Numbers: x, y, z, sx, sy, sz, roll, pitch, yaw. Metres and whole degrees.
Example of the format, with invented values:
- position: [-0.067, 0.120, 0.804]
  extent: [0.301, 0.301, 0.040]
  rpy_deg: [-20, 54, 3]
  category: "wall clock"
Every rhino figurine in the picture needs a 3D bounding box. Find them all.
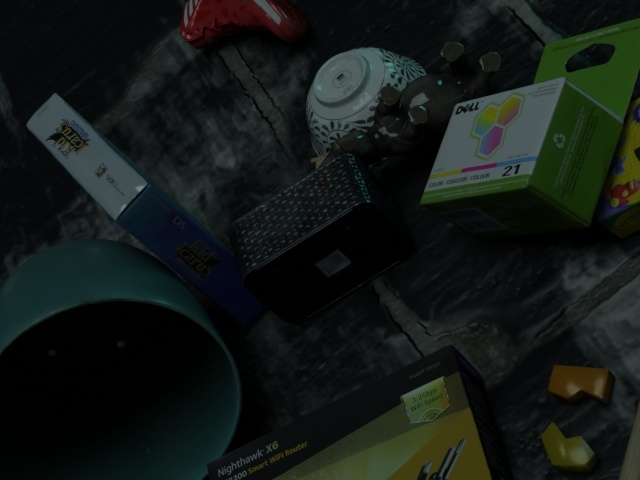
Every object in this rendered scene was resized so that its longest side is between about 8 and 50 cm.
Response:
- position: [0.098, -0.139, 1.694]
  extent: [0.243, 0.106, 0.073]
  rpy_deg: [-34, 75, -8]
  category: "rhino figurine"

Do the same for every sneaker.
- position: [-0.109, -0.293, 1.997]
  extent: [0.128, 0.087, 0.221]
  rpy_deg: [-56, 43, 13]
  category: "sneaker"

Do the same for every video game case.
- position: [-0.200, -0.032, 1.734]
  extent: [0.061, 0.269, 0.244]
  rpy_deg: [-48, 46, -2]
  category: "video game case"

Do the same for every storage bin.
- position: [0.000, 0.000, 1.675]
  extent: [0.180, 0.122, 0.084]
  rpy_deg: [-31, 47, 14]
  category: "storage bin"

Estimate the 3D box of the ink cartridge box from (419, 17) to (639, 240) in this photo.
- position: [0.233, -0.138, 1.576]
  extent: [0.188, 0.097, 0.255]
  rpy_deg: [-8, 57, 58]
  category: "ink cartridge box"

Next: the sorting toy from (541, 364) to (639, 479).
- position: [0.339, 0.193, 1.366]
  extent: [0.307, 0.041, 0.229]
  rpy_deg: [1, 62, 35]
  category: "sorting toy"

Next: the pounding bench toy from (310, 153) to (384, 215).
- position: [0.035, -0.068, 1.745]
  extent: [0.083, 0.052, 0.065]
  rpy_deg: [-16, 53, 25]
  category: "pounding bench toy"

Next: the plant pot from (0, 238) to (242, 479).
- position: [-0.254, 0.133, 1.665]
  extent: [0.293, 0.293, 0.235]
  rpy_deg: [-39, 32, 7]
  category: "plant pot"

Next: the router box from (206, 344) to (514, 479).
- position: [0.045, 0.280, 1.484]
  extent: [0.308, 0.081, 0.243]
  rpy_deg: [-28, 48, 16]
  category: "router box"

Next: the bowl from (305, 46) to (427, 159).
- position: [0.041, -0.178, 1.797]
  extent: [0.170, 0.080, 0.170]
  rpy_deg: [-18, 52, 25]
  category: "bowl"

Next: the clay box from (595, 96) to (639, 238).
- position: [0.378, -0.106, 1.499]
  extent: [0.222, 0.053, 0.127]
  rpy_deg: [-31, 46, 35]
  category: "clay box"
